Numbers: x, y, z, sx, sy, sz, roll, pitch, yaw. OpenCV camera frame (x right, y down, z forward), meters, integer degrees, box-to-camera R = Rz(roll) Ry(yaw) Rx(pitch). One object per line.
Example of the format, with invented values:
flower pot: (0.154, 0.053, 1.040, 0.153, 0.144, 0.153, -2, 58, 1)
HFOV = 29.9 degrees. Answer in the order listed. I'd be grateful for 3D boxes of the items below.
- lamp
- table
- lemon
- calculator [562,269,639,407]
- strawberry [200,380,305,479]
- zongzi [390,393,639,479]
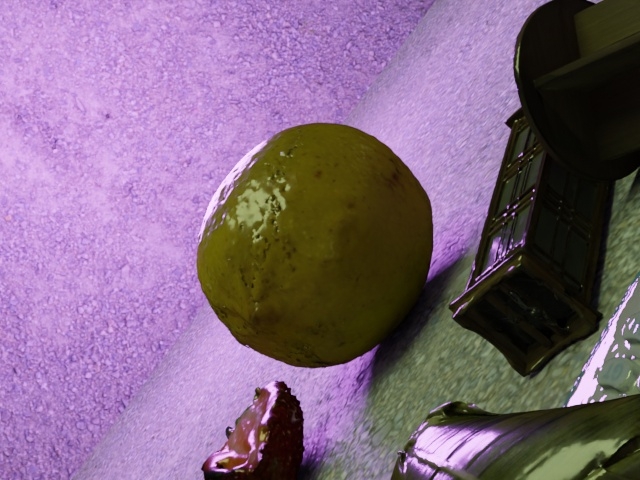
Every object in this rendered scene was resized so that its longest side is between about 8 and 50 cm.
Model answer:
lamp: (0.198, -0.027, 1.044, 0.090, 0.089, 0.325, -43, 14, 37)
table: (0.290, -0.154, 0.950, 0.227, 0.167, 0.167, -21, 31, 54)
lemon: (0.000, 0.000, 1.350, 0.258, 0.258, 0.310, -40, 18, 50)
calculator: (0.216, 0.061, 0.621, 0.386, 0.054, 0.256, -62, 11, -8)
strawberry: (-0.060, 0.226, 1.293, 0.140, 0.085, 0.192, -56, 12, -32)
zongzi: (0.120, 0.099, 0.588, 0.204, 0.094, 0.205, -52, 12, 11)
